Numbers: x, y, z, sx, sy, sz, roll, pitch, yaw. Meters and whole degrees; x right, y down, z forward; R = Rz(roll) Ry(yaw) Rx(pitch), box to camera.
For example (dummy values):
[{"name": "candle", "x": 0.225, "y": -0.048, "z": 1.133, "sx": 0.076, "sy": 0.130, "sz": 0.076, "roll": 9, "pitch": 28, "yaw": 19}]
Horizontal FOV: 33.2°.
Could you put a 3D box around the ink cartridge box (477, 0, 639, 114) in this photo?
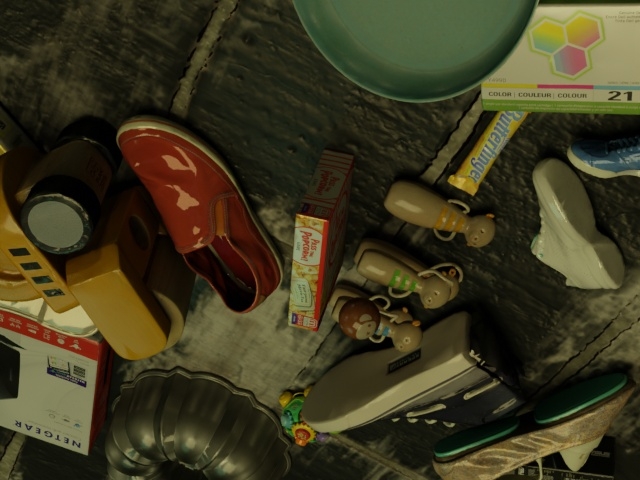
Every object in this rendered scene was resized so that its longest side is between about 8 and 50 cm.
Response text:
[{"name": "ink cartridge box", "x": 0.263, "y": -0.269, "z": 1.143, "sx": 0.188, "sy": 0.097, "sz": 0.255, "roll": 3, "pitch": 130, "yaw": 16}]

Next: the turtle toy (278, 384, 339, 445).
[{"name": "turtle toy", "x": -0.009, "y": 0.284, "z": 1.710, "sx": 0.130, "sy": 0.066, "sz": 0.095, "roll": -18, "pitch": 121, "yaw": 29}]

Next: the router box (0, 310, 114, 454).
[{"name": "router box", "x": -0.513, "y": 0.188, "z": 1.782, "sx": 0.335, "sy": 0.082, "sz": 0.301, "roll": 18, "pitch": 132, "yaw": 3}]

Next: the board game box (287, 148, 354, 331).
[{"name": "board game box", "x": 0.000, "y": 0.000, "z": 1.418, "sx": 0.045, "sy": 0.147, "sz": 0.194, "roll": 12, "pitch": 132, "yaw": 8}]

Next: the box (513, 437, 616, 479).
[{"name": "box", "x": 0.374, "y": 0.383, "z": 1.661, "sx": 0.147, "sy": 0.078, "sz": 0.180, "roll": 5, "pitch": 130, "yaw": 15}]

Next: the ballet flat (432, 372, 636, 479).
[{"name": "ballet flat", "x": 0.319, "y": 0.290, "z": 1.550, "sx": 0.316, "sy": 0.107, "sz": 0.106, "roll": -24, "pitch": 98, "yaw": 19}]

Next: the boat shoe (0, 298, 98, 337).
[{"name": "boat shoe", "x": -0.475, "y": 0.047, "z": 1.619, "sx": 0.335, "sy": 0.095, "sz": 0.112, "roll": 26, "pitch": 107, "yaw": -12}]

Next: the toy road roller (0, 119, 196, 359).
[{"name": "toy road roller", "x": -0.345, "y": 0.018, "z": 1.480, "sx": 0.240, "sy": 0.202, "sz": 0.330, "roll": -22, "pitch": 121, "yaw": 18}]

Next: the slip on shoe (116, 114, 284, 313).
[{"name": "slip on shoe", "x": -0.165, "y": -0.033, "z": 1.475, "sx": 0.123, "sy": 0.101, "sz": 0.331, "roll": -17, "pitch": 120, "yaw": 31}]

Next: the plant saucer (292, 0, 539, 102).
[{"name": "plant saucer", "x": 0.097, "y": -0.305, "z": 1.132, "sx": 0.317, "sy": 0.043, "sz": 0.318, "roll": 14, "pitch": 116, "yaw": 32}]

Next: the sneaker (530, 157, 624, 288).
[{"name": "sneaker", "x": 0.303, "y": -0.011, "z": 1.365, "sx": 0.094, "sy": 0.080, "sz": 0.212, "roll": -10, "pitch": 127, "yaw": 39}]

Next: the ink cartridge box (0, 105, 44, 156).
[{"name": "ink cartridge box", "x": -0.568, "y": -0.126, "z": 1.551, "sx": 0.303, "sy": 0.072, "sz": 0.307, "roll": -22, "pitch": 117, "yaw": 31}]

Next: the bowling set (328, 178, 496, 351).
[{"name": "bowling set", "x": 0.105, "y": 0.084, "z": 1.428, "sx": 0.154, "sy": 0.200, "sz": 0.287, "roll": 23, "pitch": 136, "yaw": -3}]

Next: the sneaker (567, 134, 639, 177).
[{"name": "sneaker", "x": 0.372, "y": -0.114, "z": 1.259, "sx": 0.152, "sy": 0.058, "sz": 0.085, "roll": 12, "pitch": 137, "yaw": 2}]

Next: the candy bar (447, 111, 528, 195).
[{"name": "candy bar", "x": 0.212, "y": -0.120, "z": 1.336, "sx": 0.040, "sy": 0.018, "sz": 0.161, "roll": 26, "pitch": 132, "yaw": -5}]

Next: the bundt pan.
[{"name": "bundt pan", "x": -0.220, "y": 0.372, "z": 1.815, "sx": 0.330, "sy": 0.124, "sz": 0.331, "roll": 9, "pitch": 130, "yaw": 11}]

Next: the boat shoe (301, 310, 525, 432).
[{"name": "boat shoe", "x": 0.140, "y": 0.233, "z": 1.582, "sx": 0.340, "sy": 0.127, "sz": 0.158, "roll": -27, "pitch": 123, "yaw": 35}]
